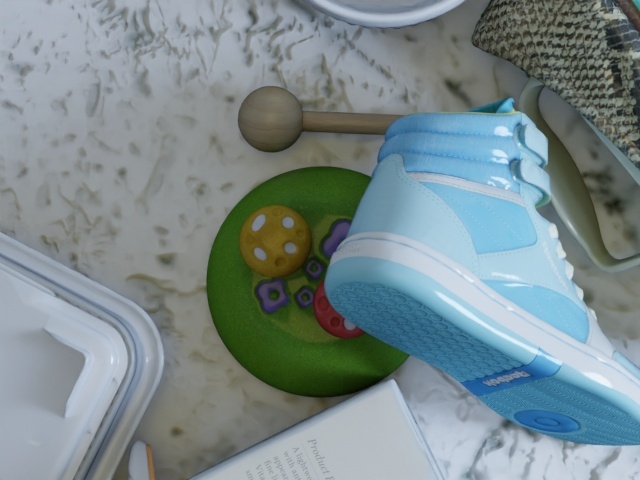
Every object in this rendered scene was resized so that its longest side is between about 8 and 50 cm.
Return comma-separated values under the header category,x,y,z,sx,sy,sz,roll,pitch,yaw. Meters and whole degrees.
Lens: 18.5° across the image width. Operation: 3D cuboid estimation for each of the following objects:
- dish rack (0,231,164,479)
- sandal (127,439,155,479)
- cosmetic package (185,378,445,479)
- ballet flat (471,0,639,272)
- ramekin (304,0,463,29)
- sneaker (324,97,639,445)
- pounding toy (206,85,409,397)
category,x,y,z,sx,sy,sz,roll,pitch,yaw
dish rack,-0.305,0.152,1.504,0.285,0.072,0.333,27,91,9
sandal,-0.101,0.281,1.494,0.076,0.102,0.265,-5,81,-5
cosmetic package,0.006,0.209,1.471,0.183,0.151,0.151,-25,86,0
ballet flat,0.294,-0.021,1.501,0.182,0.164,0.483,-44,80,20
ramekin,0.049,-0.260,1.532,0.207,0.109,0.207,0,85,1
sneaker,0.158,0.013,1.476,0.319,0.127,0.208,33,59,-32
pounding toy,0.000,0.000,1.503,0.183,0.110,0.237,8,84,7
